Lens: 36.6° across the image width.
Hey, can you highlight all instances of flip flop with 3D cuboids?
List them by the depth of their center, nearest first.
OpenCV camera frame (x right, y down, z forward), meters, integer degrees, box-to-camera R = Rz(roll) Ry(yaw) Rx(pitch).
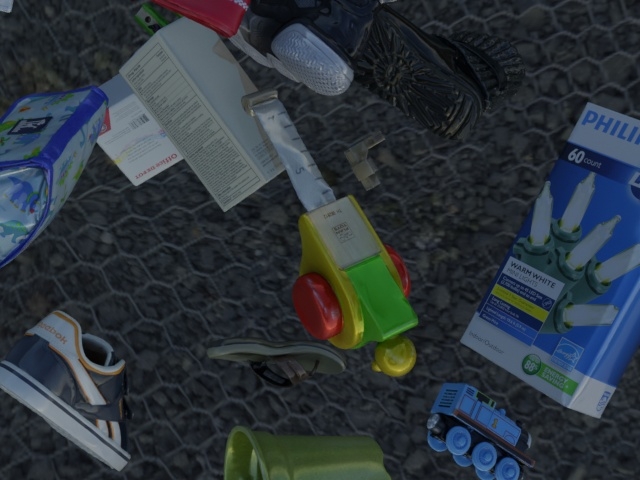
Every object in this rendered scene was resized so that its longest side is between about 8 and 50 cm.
[{"bbox_3d":[-0.080,0.228,1.768,0.277,0.112,0.080,11,63,-34],"label":"flip flop"}]

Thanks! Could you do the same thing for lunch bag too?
[{"bbox_3d":[-0.262,-0.065,0.873,0.096,0.151,0.129,43,36,-20],"label":"lunch bag"}]

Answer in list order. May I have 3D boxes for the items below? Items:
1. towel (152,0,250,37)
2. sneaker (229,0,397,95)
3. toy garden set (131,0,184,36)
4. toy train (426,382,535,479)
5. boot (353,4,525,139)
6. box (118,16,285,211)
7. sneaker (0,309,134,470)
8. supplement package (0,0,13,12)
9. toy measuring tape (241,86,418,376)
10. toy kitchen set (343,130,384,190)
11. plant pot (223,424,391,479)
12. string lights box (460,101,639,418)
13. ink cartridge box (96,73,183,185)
[{"bbox_3d":[-0.127,-0.360,0.961,0.198,0.031,0.275,22,83,-14],"label":"towel"},{"bbox_3d":[-0.024,-0.272,1.091,0.153,0.268,0.101,-51,141,-4],"label":"sneaker"},{"bbox_3d":[-0.300,-0.533,1.925,0.204,0.049,0.244,44,106,9],"label":"toy garden set"},{"bbox_3d":[0.243,0.292,1.447,0.184,0.080,0.105,34,73,-18],"label":"toy train"},{"bbox_3d":[0.185,-0.337,1.714,0.348,0.131,0.260,42,43,2],"label":"boot"},{"bbox_3d":[-0.189,-0.223,1.680,0.311,0.148,0.121,55,45,-7],"label":"box"},{"bbox_3d":[-0.310,0.207,1.293,0.126,0.321,0.127,25,67,21],"label":"sneaker"},{"bbox_3d":[-0.324,-0.259,0.631,0.204,0.262,0.145,6,107,-37],"label":"supplement package"},{"bbox_3d":[0.000,0.000,1.002,0.121,0.121,0.330,-27,72,-13],"label":"toy measuring tape"},{"bbox_3d":[0.102,-0.149,1.766,0.075,0.068,0.083,-32,93,-22],"label":"toy kitchen set"},{"bbox_3d":[-0.017,0.457,1.748,0.253,0.276,0.276,-4,93,-21],"label":"plant pot"},{"bbox_3d":[0.256,0.017,0.903,0.076,0.133,0.260,23,95,-48],"label":"string lights box"},{"bbox_3d":[-0.365,-0.227,1.911,0.128,0.127,0.176,-28,125,12],"label":"ink cartridge box"}]
